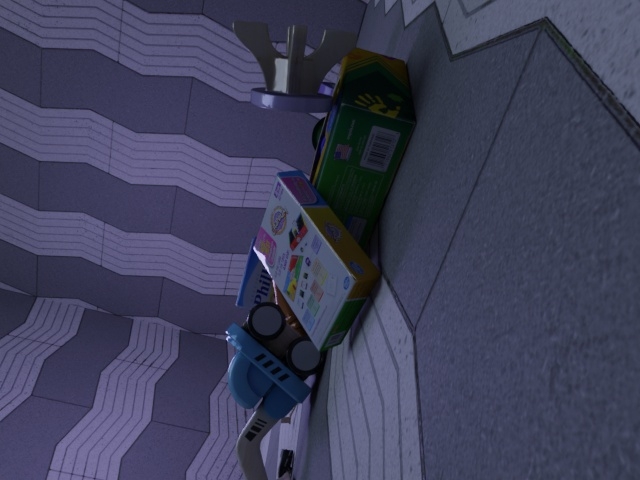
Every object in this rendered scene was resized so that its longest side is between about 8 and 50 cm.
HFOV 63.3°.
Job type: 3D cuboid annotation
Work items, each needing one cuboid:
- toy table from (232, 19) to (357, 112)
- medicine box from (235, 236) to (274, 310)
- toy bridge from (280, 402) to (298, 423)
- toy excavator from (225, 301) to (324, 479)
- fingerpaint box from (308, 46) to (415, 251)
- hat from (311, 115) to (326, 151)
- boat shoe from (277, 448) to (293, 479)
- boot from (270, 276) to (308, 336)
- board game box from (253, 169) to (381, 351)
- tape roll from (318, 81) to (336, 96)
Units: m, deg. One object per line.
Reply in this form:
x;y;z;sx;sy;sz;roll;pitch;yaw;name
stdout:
-0.058;-0.361;1.081;0.274;0.251;0.161;-131;43;-62;toy table
-0.141;0.154;1.925;0.149;0.289;0.264;127;156;-78;medicine box
-0.104;0.527;1.760;0.026;0.063;0.188;153;116;-83;toy bridge
-0.157;0.456;1.459;0.445;0.433;0.222;-48;0;-12;toy excavator
0.068;-0.188;1.267;0.371;0.163;0.445;-83;9;-52;fingerpaint box
0.051;-0.331;1.800;0.184;0.172;0.209;-82;8;-55;hat
-0.102;0.667;1.521;0.125;0.038;0.046;-84;-10;-64;boat shoe
-0.097;0.221;1.675;0.284;0.108;0.220;114;145;-43;boot
-0.024;0.041;1.118;0.317;0.064;0.242;54;140;30;board game box
0.081;-0.471;1.754;0.189;0.188;0.080;-88;12;-67;tape roll
